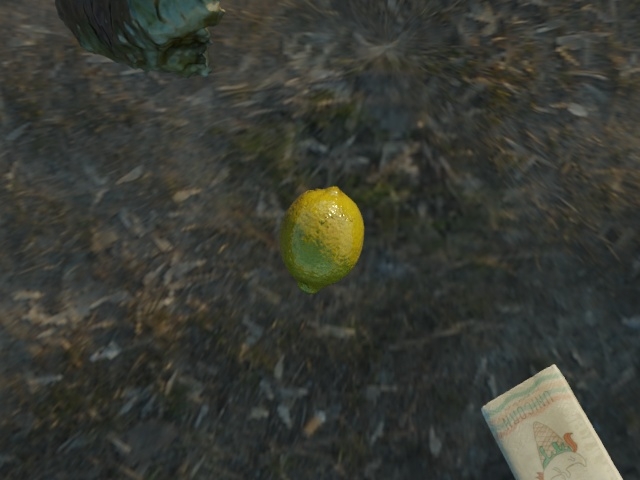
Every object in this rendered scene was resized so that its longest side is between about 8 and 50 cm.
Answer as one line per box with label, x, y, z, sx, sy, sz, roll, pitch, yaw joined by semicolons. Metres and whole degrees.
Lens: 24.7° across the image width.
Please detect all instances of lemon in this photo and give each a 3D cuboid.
lemon;0.000;0.000;1.043;0.062;0.062;0.083;17;106;0

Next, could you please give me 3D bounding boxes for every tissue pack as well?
tissue pack;0.137;0.126;0.855;0.056;0.108;0.023;-34;134;8

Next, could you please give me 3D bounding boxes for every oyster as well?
oyster;-0.156;-0.213;1.255;0.110;0.341;0.166;-21;109;-20
